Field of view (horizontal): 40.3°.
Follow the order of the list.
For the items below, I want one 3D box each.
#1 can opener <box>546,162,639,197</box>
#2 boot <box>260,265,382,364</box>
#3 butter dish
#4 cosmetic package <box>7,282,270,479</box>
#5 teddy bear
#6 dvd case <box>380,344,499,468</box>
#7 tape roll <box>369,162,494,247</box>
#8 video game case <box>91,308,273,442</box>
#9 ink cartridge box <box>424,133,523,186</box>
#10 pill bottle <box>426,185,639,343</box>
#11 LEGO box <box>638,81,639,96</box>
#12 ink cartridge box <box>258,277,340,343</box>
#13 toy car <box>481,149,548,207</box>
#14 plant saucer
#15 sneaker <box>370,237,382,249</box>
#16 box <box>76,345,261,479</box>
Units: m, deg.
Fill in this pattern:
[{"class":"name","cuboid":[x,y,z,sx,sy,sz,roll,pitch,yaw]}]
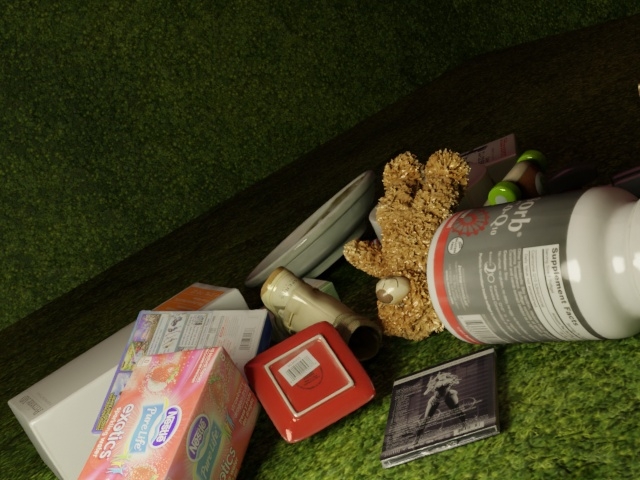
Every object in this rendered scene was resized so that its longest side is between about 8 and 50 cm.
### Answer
[{"class":"can opener","cuboid":[0.565,-0.124,1.633,0.283,0.095,0.076,-21,16,19]},{"class":"boot","cuboid":[0.018,0.157,1.551,0.203,0.262,0.095,30,74,26]},{"class":"butter dish","cuboid":[-0.014,0.234,1.358,0.160,0.118,0.160,-29,59,-12]},{"class":"cosmetic package","cuboid":[-0.349,0.266,1.697,0.453,0.161,0.230,-34,16,-25]},{"class":"teddy bear","cuboid":[0.156,-0.004,1.486,0.245,0.113,0.338,20,82,32]},{"class":"dvd case","cuboid":[0.171,0.230,1.227,0.165,0.018,0.221,-22,16,17]},{"class":"tape roll","cuboid":[0.238,-0.021,1.684,0.246,0.169,0.246,-24,15,7]},{"class":"video game case","cuboid":[-0.225,0.235,1.477,0.244,0.061,0.269,-1,44,14]},{"class":"ink cartridge box","cuboid":[0.337,-0.125,1.980,0.273,0.114,0.197,-20,15,17]},{"class":"pill bottle","cuboid":[0.347,0.036,1.222,0.363,0.210,0.210,-10,22,46]},{"class":"LEGO box","cuboid":[0.803,-0.295,1.534,0.373,0.193,0.500,-5,24,32]},{"class":"ink cartridge box","cuboid":[-0.086,0.145,1.886,0.171,0.056,0.235,-33,18,-25]},{"class":"toy car","cuboid":[0.378,-0.036,1.507,0.155,0.188,0.149,-43,-12,-44]},{"class":"plant saucer","cuboid":[0.000,0.000,2.032,0.400,0.100,0.400,-42,5,4]},{"class":"sneaker","cuboid":[0.108,0.019,2.013,0.067,0.042,0.118,-28,17,-8]},{"class":"box","cuboid":[-0.211,0.305,1.208,0.154,0.142,0.300,-10,36,25]}]
